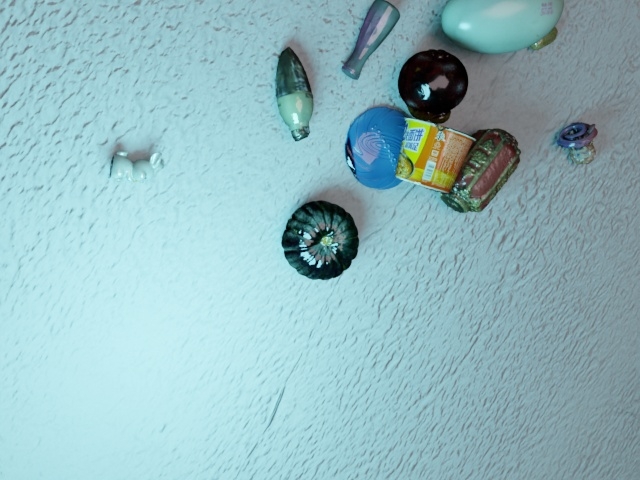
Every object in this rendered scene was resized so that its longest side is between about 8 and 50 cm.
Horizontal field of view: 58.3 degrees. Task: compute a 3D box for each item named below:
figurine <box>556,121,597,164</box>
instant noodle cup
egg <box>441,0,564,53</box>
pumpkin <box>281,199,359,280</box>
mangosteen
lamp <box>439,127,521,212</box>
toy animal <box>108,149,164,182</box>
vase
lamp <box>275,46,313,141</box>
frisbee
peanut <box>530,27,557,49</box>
[{"bbox_3d":[0.858,-0.325,1.896,0.157,0.126,0.114,33,42,-45],"label":"figurine"},{"bbox_3d":[0.310,-0.234,1.616,0.213,0.213,0.174,14,99,-22],"label":"instant noodle cup"},{"bbox_3d":[0.521,-0.654,1.643,0.370,0.230,0.230,-17,104,-13],"label":"egg"},{"bbox_3d":[0.000,0.000,1.575,0.220,0.162,0.221,0,90,-13],"label":"pumpkin"},{"bbox_3d":[0.314,-0.436,1.620,0.209,0.210,0.210,-3,99,-21],"label":"mangosteen"},{"bbox_3d":[0.476,-0.211,1.724,0.177,0.177,0.274,43,82,-21],"label":"lamp"},{"bbox_3d":[-0.456,-0.177,1.422,0.124,0.071,0.085,8,77,-13],"label":"toy animal"},{"bbox_3d":[0.133,-0.553,1.592,0.086,0.086,0.214,30,91,-22],"label":"vase"},{"bbox_3d":[-0.071,-0.390,1.527,0.101,0.101,0.250,-11,90,-19],"label":"lamp"},{"bbox_3d":[0.186,-0.268,1.671,0.242,0.045,0.242,-3,97,-21],"label":"frisbee"},{"bbox_3d":[0.708,-0.641,1.813,0.113,0.054,0.054,-35,108,-16],"label":"peanut"}]
